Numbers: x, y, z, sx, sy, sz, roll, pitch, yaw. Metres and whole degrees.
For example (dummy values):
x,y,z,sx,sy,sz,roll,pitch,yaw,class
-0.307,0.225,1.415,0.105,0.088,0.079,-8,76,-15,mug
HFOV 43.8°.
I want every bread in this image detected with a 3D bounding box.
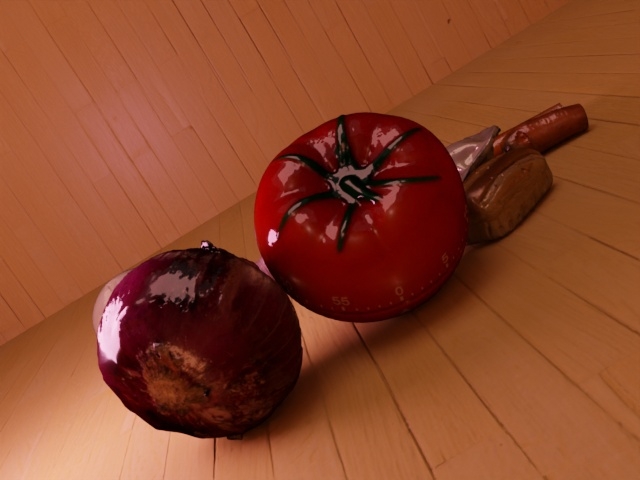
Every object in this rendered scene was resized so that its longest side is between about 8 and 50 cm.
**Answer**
x,y,z,sx,sy,sz,roll,pitch,yaw,class
0.343,-0.091,1.536,0.236,0.106,0.140,-42,19,-34,bread

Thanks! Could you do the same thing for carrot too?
x,y,z,sx,sy,sz,roll,pitch,yaw,class
0.497,-0.242,1.780,0.193,0.087,0.087,-30,14,6,carrot
0.476,-0.243,1.870,0.225,0.067,0.067,-29,14,2,carrot

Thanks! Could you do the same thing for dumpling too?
x,y,z,sx,sy,sz,roll,pitch,yaw,class
0.296,-0.134,1.674,0.247,0.142,0.172,-62,4,28,dumpling

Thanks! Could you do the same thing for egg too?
x,y,z,sx,sy,sz,roll,pitch,yaw,class
-0.466,0.181,2.056,0.269,0.219,0.219,-30,14,12,egg

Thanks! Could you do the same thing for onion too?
x,y,z,sx,sy,sz,roll,pitch,yaw,class
-0.183,0.145,1.364,0.347,0.348,0.385,-24,19,27,onion

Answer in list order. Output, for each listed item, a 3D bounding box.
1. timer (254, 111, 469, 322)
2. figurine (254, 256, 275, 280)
x,y,z,sx,sy,sz,roll,pitch,yaw,class
0.072,-0.038,1.415,0.377,0.279,0.378,-6,56,9,timer
-0.087,0.034,1.895,0.287,0.176,0.186,-44,38,8,figurine
